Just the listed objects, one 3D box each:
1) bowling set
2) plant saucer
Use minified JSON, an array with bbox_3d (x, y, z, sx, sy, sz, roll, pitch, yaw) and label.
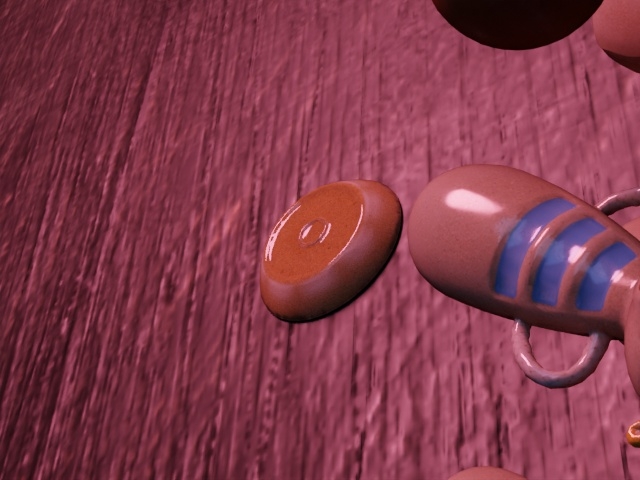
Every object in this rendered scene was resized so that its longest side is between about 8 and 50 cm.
[{"bbox_3d":[0.111,-0.007,0.334,0.287,0.200,0.154,-54,37,-6],"label":"bowling set"},{"bbox_3d":[0.000,0.000,0.588,0.083,0.015,0.083,-27,39,24],"label":"plant saucer"}]
